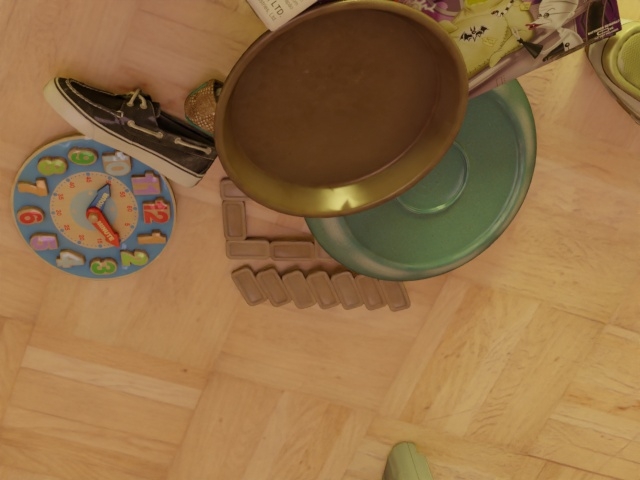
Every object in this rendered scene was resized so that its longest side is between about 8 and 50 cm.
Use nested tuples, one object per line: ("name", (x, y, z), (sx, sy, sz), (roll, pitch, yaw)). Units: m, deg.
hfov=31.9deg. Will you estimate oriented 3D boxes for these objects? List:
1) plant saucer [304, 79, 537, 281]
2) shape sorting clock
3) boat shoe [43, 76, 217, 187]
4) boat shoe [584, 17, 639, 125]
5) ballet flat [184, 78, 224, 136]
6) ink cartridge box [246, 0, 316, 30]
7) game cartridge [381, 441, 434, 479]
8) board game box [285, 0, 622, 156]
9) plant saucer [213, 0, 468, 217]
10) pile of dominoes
("plant saucer", (0.129, -0.085, 1.367), (0.317, 0.044, 0.318), (-7, 115, -16))
("shape sorting clock", (-0.282, -0.037, 1.394), (0.206, 0.040, 0.206), (-3, 120, -5))
("boat shoe", (-0.219, -0.144, 1.323), (0.219, 0.078, 0.070), (28, 115, -29))
("boat shoe", (0.443, -0.168, 1.357), (0.302, 0.103, 0.113), (38, 97, -23))
("ballet flat", (-0.062, -0.131, 1.341), (0.206, 0.073, 0.067), (23, 132, -19))
("ink cartridge box", (0.032, -0.419, 1.017), (0.395, 0.151, 0.270), (-33, 134, 7))
("game cartridge", (0.117, 0.473, 1.641), (0.062, 0.198, 0.297), (6, 119, -9))
("board game box", (0.142, -0.241, 1.197), (0.347, 0.056, 0.208), (-24, 130, 3))
("plant saucer", (0.021, -0.140, 1.189), (0.278, 0.041, 0.278), (-10, 134, -10))
("pile of dominoes", (0.000, 0.000, 1.461), (0.251, 0.040, 0.196), (1, 121, 3))
